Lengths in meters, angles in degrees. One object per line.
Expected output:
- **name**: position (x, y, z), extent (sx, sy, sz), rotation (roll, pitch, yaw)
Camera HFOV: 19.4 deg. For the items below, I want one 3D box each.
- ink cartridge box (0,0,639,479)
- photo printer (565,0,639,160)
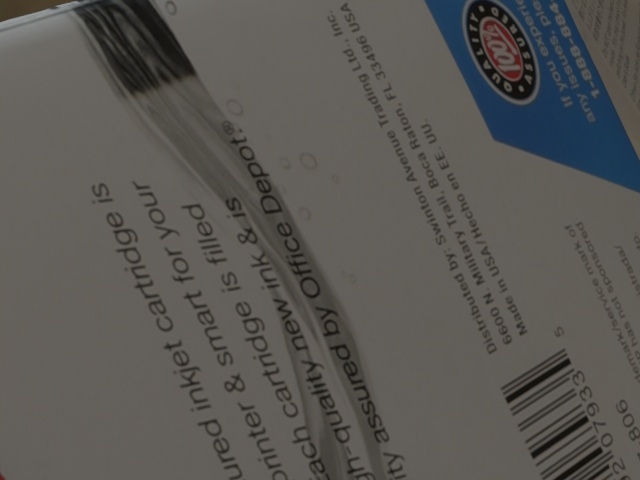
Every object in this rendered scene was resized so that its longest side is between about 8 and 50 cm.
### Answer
- **ink cartridge box**: position (-0.040, 0.063, 0.662), extent (0.166, 0.395, 0.285), rotation (-25, -90, 45)
- **photo printer**: position (0.131, -0.057, 0.961), extent (0.107, 0.256, 0.307), rotation (-25, -64, 26)
